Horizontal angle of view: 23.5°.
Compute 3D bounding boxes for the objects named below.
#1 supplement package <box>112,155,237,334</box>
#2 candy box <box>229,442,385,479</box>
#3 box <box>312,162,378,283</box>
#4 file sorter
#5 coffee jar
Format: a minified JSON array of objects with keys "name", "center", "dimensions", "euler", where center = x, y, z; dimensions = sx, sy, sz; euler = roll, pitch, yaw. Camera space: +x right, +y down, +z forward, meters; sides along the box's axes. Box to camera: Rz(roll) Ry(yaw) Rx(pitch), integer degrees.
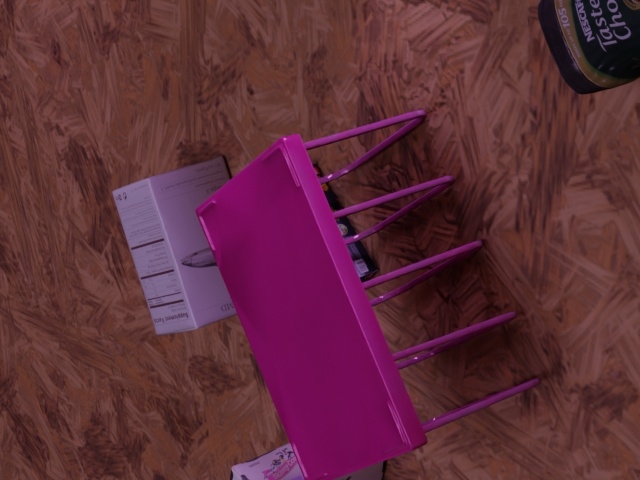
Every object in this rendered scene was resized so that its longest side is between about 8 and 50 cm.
[{"name":"supplement package","center":[-0.150,0.007,1.778],"dimensions":[0.105,0.105,0.179],"euler":[-14,95,57]},{"name":"candy box","center":[-0.023,0.308,1.689],"dimensions":[0.070,0.165,0.196],"euler":[42,138,37]},{"name":"box","center":[0.000,0.000,1.626],"dimensions":[0.137,0.027,0.094],"euler":[61,144,16]},{"name":"file sorter","center":[0.049,0.049,1.439],"dimensions":[0.202,0.182,0.290],"euler":[-34,77,57]},{"name":"coffee jar","center":[0.242,-0.177,1.137],"dimensions":[0.184,0.079,0.096],"euler":[-29,82,57]}]
